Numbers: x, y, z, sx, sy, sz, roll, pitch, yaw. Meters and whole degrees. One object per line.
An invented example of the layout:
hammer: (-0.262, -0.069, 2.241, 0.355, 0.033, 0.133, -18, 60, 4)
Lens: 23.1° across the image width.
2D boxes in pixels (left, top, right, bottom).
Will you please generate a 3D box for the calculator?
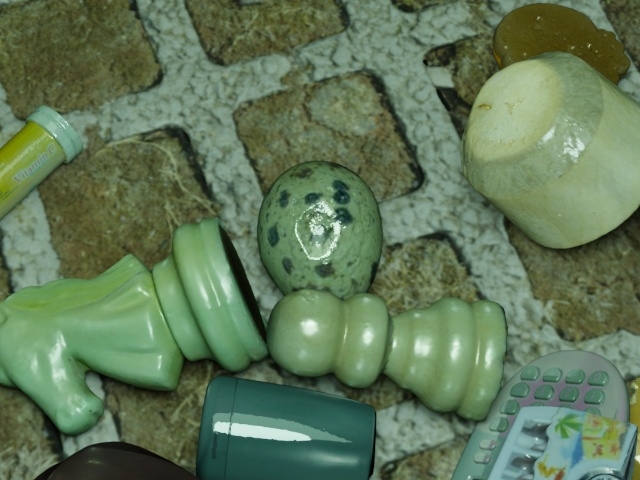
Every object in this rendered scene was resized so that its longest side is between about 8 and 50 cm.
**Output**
calculator: (0.219, 0.242, 1.604, 0.186, 0.041, 0.298, -1, 54, 42)

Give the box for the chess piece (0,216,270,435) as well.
chess piece: (-0.216, 0.100, 1.686, 0.298, 0.175, 0.175, -20, 61, 3)

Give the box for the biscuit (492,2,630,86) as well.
biscuit: (0.295, -0.217, 1.922, 0.170, 0.050, 0.170, 4, 57, -7)

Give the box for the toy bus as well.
toy bus: (0.190, 0.300, 1.410, 0.136, 0.109, 0.329, 17, 49, 18)

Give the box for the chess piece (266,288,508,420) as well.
chess piece: (0.064, 0.108, 1.653, 0.243, 0.133, 0.133, 11, 59, -9)

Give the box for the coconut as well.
coconut: (0.276, -0.098, 1.771, 0.202, 0.222, 0.202, -26, 46, 31)

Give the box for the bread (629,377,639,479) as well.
bread: (0.367, 0.237, 1.633, 0.173, 0.085, 0.134, 37, 66, 19)

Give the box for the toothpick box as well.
toothpick box: (-0.033, 0.209, 1.626, 0.184, 0.120, 0.120, 6, 60, 0)

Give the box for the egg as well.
egg: (0.000, 0.000, 1.737, 0.141, 0.141, 0.181, -6, 76, -4)

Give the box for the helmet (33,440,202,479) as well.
helmet: (-0.168, 0.311, 1.512, 0.305, 0.177, 0.225, 21, 48, 14)

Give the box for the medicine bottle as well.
medicine bottle: (-0.376, -0.061, 1.807, 0.074, 0.074, 0.218, 37, 68, 19)
